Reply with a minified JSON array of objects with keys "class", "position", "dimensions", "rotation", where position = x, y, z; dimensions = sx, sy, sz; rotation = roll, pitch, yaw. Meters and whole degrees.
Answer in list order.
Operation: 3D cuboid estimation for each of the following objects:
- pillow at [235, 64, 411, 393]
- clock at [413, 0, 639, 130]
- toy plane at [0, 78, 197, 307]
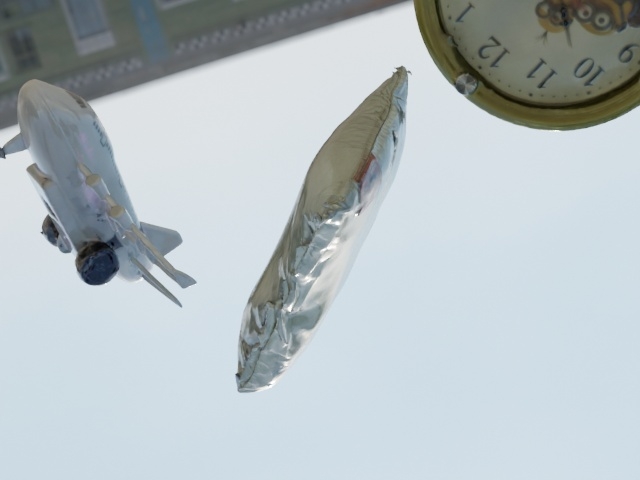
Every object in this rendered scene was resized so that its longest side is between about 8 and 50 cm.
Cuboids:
[{"class":"pillow","position":[0.000,0.000,0.925],"dimensions":[0.128,0.051,0.229],"rotation":[-62,178,-38]},{"class":"clock","position":[0.191,-0.206,1.212],"dimensions":[0.237,0.237,0.057],"rotation":[-16,-171,9]},{"class":"toy plane","position":[-0.210,-0.040,1.347],"dimensions":[0.101,0.255,0.251],"rotation":[-39,-137,-9]}]
